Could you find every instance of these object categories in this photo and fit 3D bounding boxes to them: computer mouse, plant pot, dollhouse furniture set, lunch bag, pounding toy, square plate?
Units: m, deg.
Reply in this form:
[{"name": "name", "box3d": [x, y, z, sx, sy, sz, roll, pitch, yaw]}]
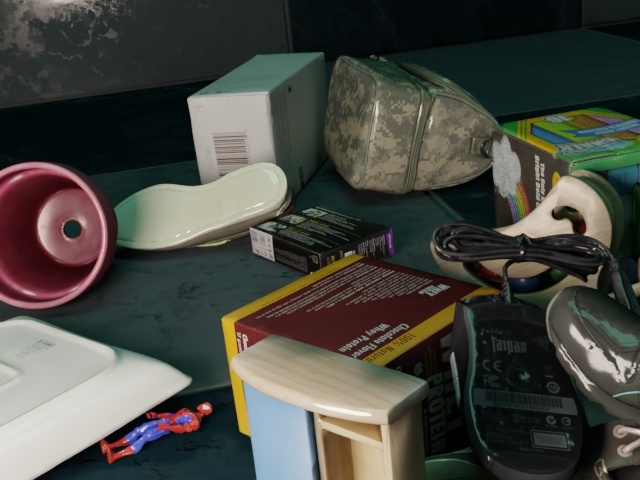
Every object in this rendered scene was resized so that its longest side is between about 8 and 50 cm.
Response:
[{"name": "computer mouse", "box3d": [0.193, 0.098, 0.766, 0.184, 0.060, 0.262, 3, 49, -9]}, {"name": "plant pot", "box3d": [-0.377, -0.014, 1.286, 0.201, 0.201, 0.180, -5, 5, 4]}, {"name": "dollhouse furniture set", "box3d": [-0.034, 0.226, 0.505, 0.286, 0.198, 0.303, 11, 27, 39]}, {"name": "lunch bag", "box3d": [0.161, -0.211, 1.630, 0.255, 0.213, 0.305, 6, 18, -16]}, {"name": "pounding toy", "box3d": [0.248, 0.008, 0.997, 0.269, 0.154, 0.155, -5, 7, 31]}, {"name": "square plate", "box3d": [-0.370, 0.170, 0.939, 0.347, 0.049, 0.344, 9, 27, 43]}]

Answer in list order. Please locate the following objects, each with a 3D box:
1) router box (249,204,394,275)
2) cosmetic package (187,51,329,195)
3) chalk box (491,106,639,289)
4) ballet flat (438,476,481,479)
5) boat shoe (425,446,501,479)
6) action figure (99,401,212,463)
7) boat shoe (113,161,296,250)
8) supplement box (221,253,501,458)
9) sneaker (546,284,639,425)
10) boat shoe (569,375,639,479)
[{"name": "router box", "box3d": [0.000, 0.000, 1.318, 0.133, 0.046, 0.179, -19, 24, -32]}, {"name": "cosmetic package", "box3d": [-0.097, -0.214, 1.686, 0.156, 0.217, 0.385, 0, 23, 17]}, {"name": "chalk box", "box3d": [0.364, -0.050, 1.157, 0.179, 0.180, 0.289, -11, 22, -12]}, {"name": "ballet flat", "box3d": [0.175, 0.223, 0.612, 0.096, 0.095, 0.280, -8, 17, -40]}, {"name": "boat shoe", "box3d": [0.133, 0.194, 0.755, 0.137, 0.049, 0.043, -4, 17, -1]}, {"name": "action figure", "box3d": [-0.160, 0.186, 0.897, 0.115, 0.030, 0.038, -15, 17, -27]}, {"name": "boat shoe", "box3d": [-0.186, -0.039, 1.414, 0.304, 0.109, 0.091, -14, -22, 10]}, {"name": "supplement box", "box3d": [0.045, 0.119, 0.867, 0.194, 0.129, 0.191, 13, 28, 43]}, {"name": "sneaker", "box3d": [0.295, 0.107, 0.668, 0.267, 0.106, 0.101, 37, 44, 20]}, {"name": "boat shoe", "box3d": [0.257, 0.147, 0.776, 0.112, 0.096, 0.335, -5, 20, 2]}]
